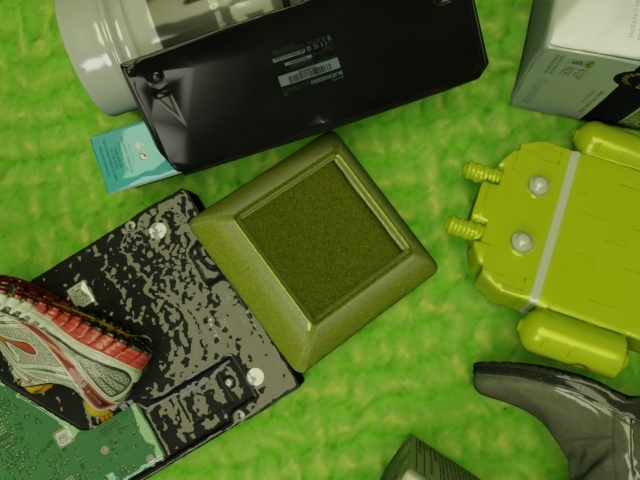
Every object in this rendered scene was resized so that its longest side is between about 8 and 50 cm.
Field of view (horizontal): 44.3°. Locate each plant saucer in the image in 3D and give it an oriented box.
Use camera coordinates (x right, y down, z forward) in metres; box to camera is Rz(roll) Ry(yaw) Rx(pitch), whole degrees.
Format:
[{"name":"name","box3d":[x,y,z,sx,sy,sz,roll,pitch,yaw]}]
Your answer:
[{"name":"plant saucer","box3d":[0.000,0.000,0.774,0.188,0.045,0.188,-35,83,-19]}]

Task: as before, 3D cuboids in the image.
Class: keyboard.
[{"name":"keyboard","box3d":[-0.023,-0.188,0.690,0.317,0.033,0.201,-18,120,3]}]

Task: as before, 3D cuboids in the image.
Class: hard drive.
[{"name":"hard drive","box3d":[-0.218,0.132,0.809,0.339,0.064,0.237,-32,84,2]}]

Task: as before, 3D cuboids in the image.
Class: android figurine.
[{"name":"android figurine","box3d":[0.257,0.001,0.756,0.273,0.056,0.248,21,72,5]}]

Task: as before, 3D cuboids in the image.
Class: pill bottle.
[{"name":"pill bottle","box3d":[-0.097,-0.227,0.771,0.283,0.161,0.161,-18,85,4]}]

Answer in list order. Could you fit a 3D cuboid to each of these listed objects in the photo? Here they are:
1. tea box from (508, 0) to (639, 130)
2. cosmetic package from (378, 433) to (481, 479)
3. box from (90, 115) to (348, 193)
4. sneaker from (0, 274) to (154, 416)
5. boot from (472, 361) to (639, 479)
[{"name":"tea box","box3d":[0.370,-0.271,0.701,0.323,0.220,0.329,12,88,7]},{"name":"cosmetic package","box3d":[0.171,0.324,0.717,0.296,0.153,0.129,32,92,8]},{"name":"box","box3d":[-0.096,-0.112,0.790,0.244,0.100,0.060,-17,97,4]},{"name":"sneaker","box3d":[-0.278,0.094,0.742,0.225,0.088,0.092,24,90,6]},{"name":"boot","box3d":[0.238,0.205,0.711,0.246,0.083,0.161,11,85,33]}]
